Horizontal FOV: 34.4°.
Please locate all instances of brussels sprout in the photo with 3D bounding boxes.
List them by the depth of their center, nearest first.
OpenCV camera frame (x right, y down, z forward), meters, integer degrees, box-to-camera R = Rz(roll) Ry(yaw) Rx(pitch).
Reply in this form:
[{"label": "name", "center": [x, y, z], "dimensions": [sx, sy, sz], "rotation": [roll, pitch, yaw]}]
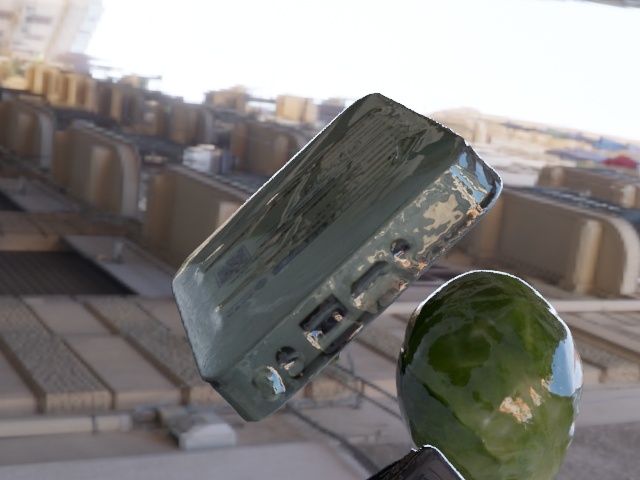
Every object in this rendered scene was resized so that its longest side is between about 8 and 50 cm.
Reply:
[{"label": "brussels sprout", "center": [0.258, 0.234, 1.588], "dimensions": [0.289, 0.281, 0.354], "rotation": [-115, -173, -67]}]

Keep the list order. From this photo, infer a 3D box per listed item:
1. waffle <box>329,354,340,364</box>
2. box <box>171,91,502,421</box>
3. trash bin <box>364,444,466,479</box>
[{"label": "waffle", "center": [0.033, 0.034, 1.706], "dimensions": [0.292, 0.056, 0.309], "rotation": [-110, -145, -62]}, {"label": "box", "center": [0.000, 0.001, 1.269], "dimensions": [0.396, 0.111, 0.396], "rotation": [-44, -158, 2]}, {"label": "trash bin", "center": [0.097, 0.321, 0.767], "dimensions": [0.290, 0.209, 0.182], "rotation": [51, -40, 8]}]
